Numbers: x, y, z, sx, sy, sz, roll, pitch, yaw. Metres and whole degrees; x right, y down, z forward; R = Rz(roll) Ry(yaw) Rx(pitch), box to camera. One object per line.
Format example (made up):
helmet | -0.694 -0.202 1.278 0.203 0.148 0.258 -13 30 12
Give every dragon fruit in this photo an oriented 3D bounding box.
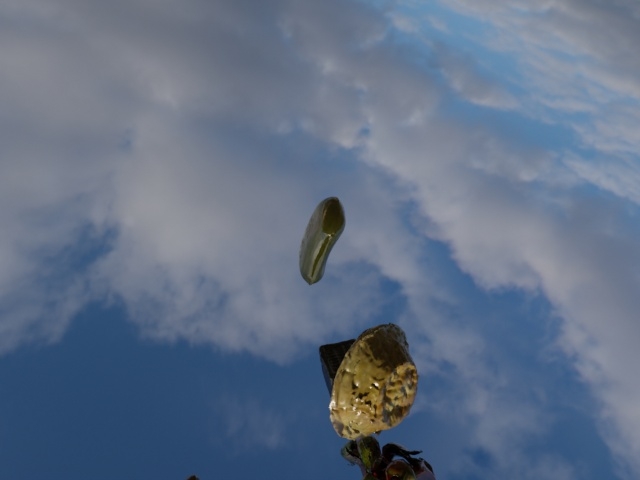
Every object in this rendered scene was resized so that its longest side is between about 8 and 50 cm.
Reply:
dragon fruit | 0.103 0.341 0.689 0.175 0.142 0.138 41 -175 41

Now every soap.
soap | -0.001 0.000 0.761 0.045 0.140 0.088 11 -145 -16

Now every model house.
model house | 0.064 0.269 0.970 0.152 0.106 0.165 42 -169 -39

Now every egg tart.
egg tart | 0.061 0.149 0.520 0.049 0.128 0.129 17 -148 41

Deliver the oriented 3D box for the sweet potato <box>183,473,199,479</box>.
sweet potato | -0.322 0.550 0.857 0.359 0.112 0.112 -40 -122 3
